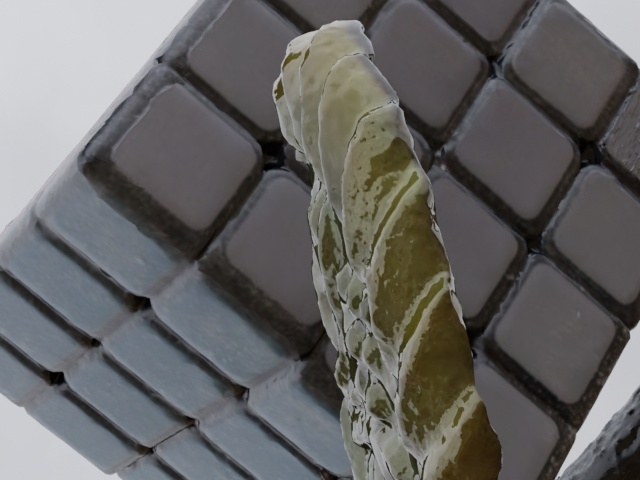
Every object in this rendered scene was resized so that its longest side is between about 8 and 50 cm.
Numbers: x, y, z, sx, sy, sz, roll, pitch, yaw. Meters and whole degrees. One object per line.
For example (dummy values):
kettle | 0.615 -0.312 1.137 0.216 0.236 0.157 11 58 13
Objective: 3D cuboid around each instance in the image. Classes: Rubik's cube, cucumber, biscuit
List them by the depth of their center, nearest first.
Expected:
biscuit | 0.031 0.057 0.574 0.036 0.187 0.273 -13 -83 -8
Rubik's cube | 0.000 0.000 1.088 0.343 0.337 0.344 -55 9 -30
cucumber | 0.277 0.168 1.374 0.072 0.081 0.303 29 -66 -15
